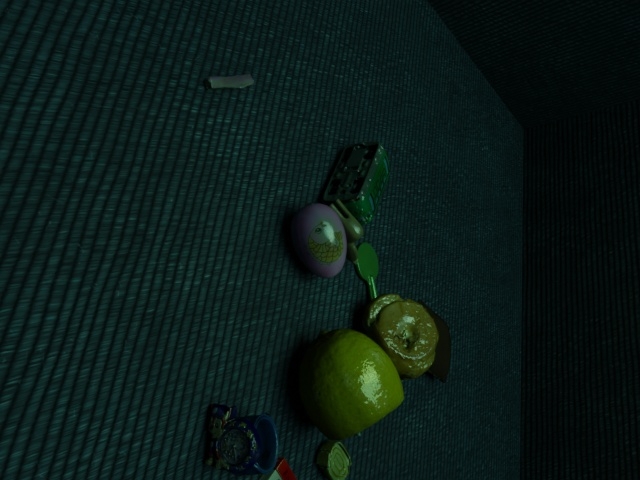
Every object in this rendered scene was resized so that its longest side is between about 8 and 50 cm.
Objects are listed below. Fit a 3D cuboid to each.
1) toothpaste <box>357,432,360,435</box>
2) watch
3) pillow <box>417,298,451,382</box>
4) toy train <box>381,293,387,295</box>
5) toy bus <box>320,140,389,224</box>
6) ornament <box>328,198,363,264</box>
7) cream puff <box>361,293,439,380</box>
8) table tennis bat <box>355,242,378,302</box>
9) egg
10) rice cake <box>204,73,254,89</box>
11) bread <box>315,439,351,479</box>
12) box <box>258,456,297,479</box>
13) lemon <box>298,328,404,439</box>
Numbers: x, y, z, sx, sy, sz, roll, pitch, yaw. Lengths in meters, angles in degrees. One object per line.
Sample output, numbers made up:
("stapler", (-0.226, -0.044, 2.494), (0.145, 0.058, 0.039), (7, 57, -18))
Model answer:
("toothpaste", (0.120, 0.693, 2.018), (0.037, 0.021, 0.140), (-47, 116, -43))
("watch", (-0.216, 0.588, 1.553), (0.200, 0.171, 0.196), (36, 54, -57))
("pillow", (0.522, 0.471, 2.470), (0.308, 0.108, 0.306), (40, 49, -41))
("toy train", (0.296, 0.333, 2.278), (0.042, 0.044, 0.209), (3, 81, -49))
("toy bus", (0.151, -0.219, 2.119), (0.199, 0.183, 0.344), (59, 44, -41))
("ornament", (0.091, -0.020, 2.014), (0.061, 0.230, 0.245), (-40, 91, -25))
("cream puff", (0.299, 0.391, 2.117), (0.343, 0.231, 0.327), (38, 58, 4))
("table tennis bat", (0.202, 0.134, 2.219), (0.160, 0.039, 0.257), (-2, 78, -50))
("egg", (0.000, 0.000, 1.885), (0.196, 0.196, 0.271), (-49, 121, -43))
("rice cake", (-0.299, -0.526, 1.760), (0.206, 0.036, 0.047), (-23, 110, -49))
("bread", (0.049, 0.785, 1.881), (0.117, 0.064, 0.156), (-44, 117, -40))
("box", (-0.148, 0.775, 1.666), (0.152, 0.048, 0.100), (-41, 115, -43))
("lemon", (0.081, 0.462, 1.792), (0.364, 0.364, 0.364), (13, 73, -48))
